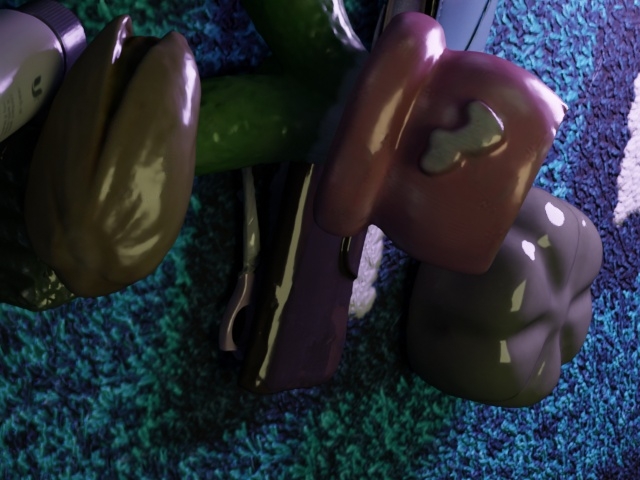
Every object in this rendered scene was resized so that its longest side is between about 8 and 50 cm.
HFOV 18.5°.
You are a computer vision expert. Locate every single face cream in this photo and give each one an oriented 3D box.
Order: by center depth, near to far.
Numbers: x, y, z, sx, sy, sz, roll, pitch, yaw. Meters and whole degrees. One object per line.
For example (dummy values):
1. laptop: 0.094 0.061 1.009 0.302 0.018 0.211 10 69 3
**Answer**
1. face cream: -0.260 -0.119 1.501 0.311 0.092 0.092 -51 146 -58

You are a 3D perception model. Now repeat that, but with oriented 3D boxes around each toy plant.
1. toy plant: 0.040 -0.136 1.752 0.317 0.356 0.210 -65 169 -2

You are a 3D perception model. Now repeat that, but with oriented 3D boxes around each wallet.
1. wallet: 0.139 -0.293 1.958 0.176 0.075 0.250 -21 130 -55
2. wallet: 0.000 0.000 1.960 0.165 0.042 0.309 0 105 -59

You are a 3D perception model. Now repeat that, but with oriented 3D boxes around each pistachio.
1. pistachio: -0.158 -0.065 1.536 0.136 0.136 0.226 30 71 -54

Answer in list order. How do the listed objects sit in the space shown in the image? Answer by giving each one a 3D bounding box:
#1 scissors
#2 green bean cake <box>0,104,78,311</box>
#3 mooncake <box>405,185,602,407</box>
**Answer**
1. scissors: -0.069 0.014 1.915 0.110 0.021 0.212 -38 133 -46
2. green bean cake: -0.209 -0.043 1.647 0.173 0.094 0.181 -30 128 -40
3. mooncake: 0.216 0.066 2.220 0.275 0.135 0.275 -32 132 -45
